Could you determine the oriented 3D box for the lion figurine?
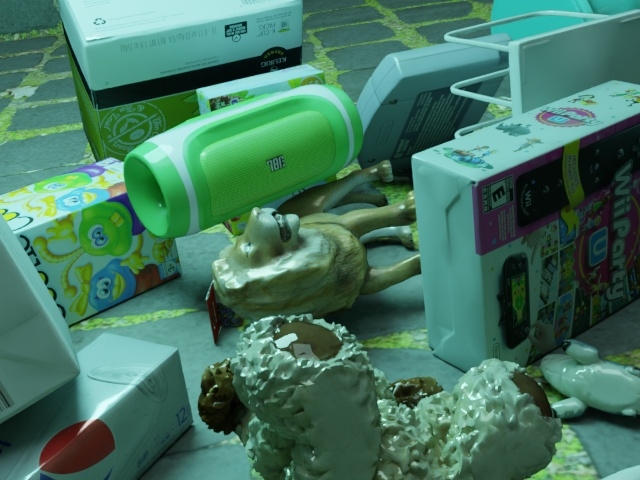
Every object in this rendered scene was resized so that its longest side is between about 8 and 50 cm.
[{"bbox_3d":[0.000,0.000,1.037,0.240,0.142,0.392,-15,7,1],"label":"lion figurine"}]

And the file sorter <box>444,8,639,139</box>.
[{"bbox_3d":[0.279,-0.137,1.069,0.192,0.278,0.173,-18,24,-22],"label":"file sorter"}]

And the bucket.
[{"bbox_3d":[0.472,-0.413,1.600,0.183,0.281,0.281,-27,32,-25],"label":"bucket"}]

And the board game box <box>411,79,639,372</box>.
[{"bbox_3d":[0.246,-0.019,0.887,0.303,0.224,0.097,-24,29,-29],"label":"board game box"}]

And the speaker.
[{"bbox_3d":[-0.089,-0.105,1.059,0.296,0.131,0.131,-25,31,-32],"label":"speaker"}]

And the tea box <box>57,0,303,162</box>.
[{"bbox_3d":[-0.218,-0.270,1.352,0.329,0.324,0.220,-17,51,-17],"label":"tea box"}]

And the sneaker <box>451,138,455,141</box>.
[{"bbox_3d":[0.220,-0.113,1.244,0.058,0.085,0.152,14,33,37],"label":"sneaker"}]

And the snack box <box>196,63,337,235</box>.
[{"bbox_3d":[-0.072,-0.132,1.218,0.174,0.207,0.070,-16,28,-19],"label":"snack box"}]

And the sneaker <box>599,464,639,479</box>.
[{"bbox_3d":[0.264,0.210,0.594,0.212,0.080,0.094,-12,38,-12],"label":"sneaker"}]

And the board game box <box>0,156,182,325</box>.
[{"bbox_3d":[-0.337,0.014,1.061,0.275,0.142,0.144,-26,32,-34],"label":"board game box"}]

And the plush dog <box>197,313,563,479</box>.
[{"bbox_3d":[0.021,0.164,0.673,0.262,0.211,0.225,14,4,-20],"label":"plush dog"}]

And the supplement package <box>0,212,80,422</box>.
[{"bbox_3d":[-0.344,0.071,0.774,0.177,0.175,0.293,-32,11,-15],"label":"supplement package"}]

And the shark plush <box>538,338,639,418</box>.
[{"bbox_3d":[0.281,0.128,0.776,0.161,0.073,0.067,0,-4,24],"label":"shark plush"}]

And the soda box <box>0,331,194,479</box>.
[{"bbox_3d":[-0.235,0.194,0.724,0.098,0.091,0.286,9,30,29],"label":"soda box"}]

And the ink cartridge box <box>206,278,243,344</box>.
[{"bbox_3d":[-0.106,0.064,0.989,0.029,0.063,0.115,-3,27,7],"label":"ink cartridge box"}]

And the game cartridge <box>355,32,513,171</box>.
[{"bbox_3d":[0.148,-0.191,1.242,0.198,0.297,0.062,-9,70,-11],"label":"game cartridge"}]
